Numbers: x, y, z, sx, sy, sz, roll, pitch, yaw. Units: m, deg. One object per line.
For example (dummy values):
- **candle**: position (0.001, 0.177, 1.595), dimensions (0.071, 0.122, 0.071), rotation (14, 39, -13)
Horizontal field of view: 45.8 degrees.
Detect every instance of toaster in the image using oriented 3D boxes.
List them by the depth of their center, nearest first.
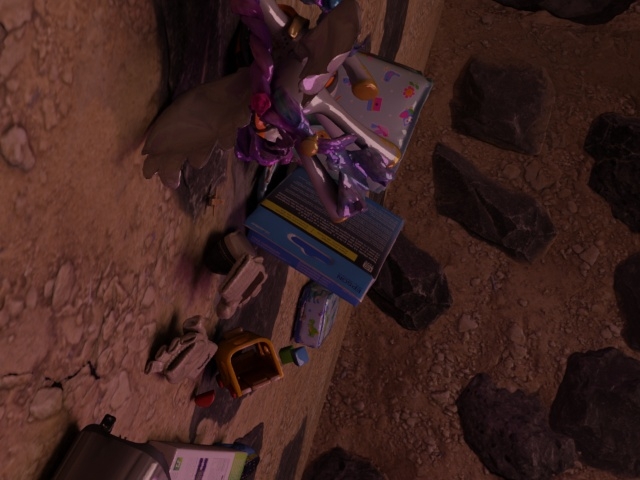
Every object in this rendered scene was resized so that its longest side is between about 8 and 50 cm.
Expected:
- **toaster**: position (-0.261, 0.329, 0.912), dimensions (0.227, 0.129, 0.146), rotation (95, 17, -47)

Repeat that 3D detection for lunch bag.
- **lunch bag**: position (0.068, -0.239, 1.502), dimensions (0.160, 0.223, 0.262), rotation (-105, -145, -68)
- **lunch bag**: position (-0.006, 0.203, 2.146), dimensions (0.219, 0.090, 0.176), rotation (-39, 141, -72)

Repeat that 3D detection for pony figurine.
- **pony figurine**: position (-0.037, -0.192, 0.959), dimensions (0.363, 0.302, 0.351), rotation (48, 30, -38)

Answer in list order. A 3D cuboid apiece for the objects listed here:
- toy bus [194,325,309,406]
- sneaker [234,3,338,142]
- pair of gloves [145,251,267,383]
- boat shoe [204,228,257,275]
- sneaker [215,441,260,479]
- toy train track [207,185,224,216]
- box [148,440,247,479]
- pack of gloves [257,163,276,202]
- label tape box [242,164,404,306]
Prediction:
- **toy bus**: position (-0.145, 0.214, 1.392), dimensions (0.191, 0.202, 0.104), rotation (-33, 107, -64)
- **sneaker**: position (-0.042, -0.299, 1.212), dimensions (0.321, 0.124, 0.180), rotation (-63, 164, -49)
- **pair of gloves**: position (-0.169, 0.119, 1.189), dimensions (0.240, 0.042, 0.204), rotation (-53, 170, -1)
- **boat shoe**: position (-0.152, 0.027, 1.307), dimensions (0.065, 0.075, 0.206), rotation (-33, 175, 3)
- **sneaker**: position (-0.212, 0.458, 1.539), dimensions (0.209, 0.082, 0.069), rotation (-1, 120, -60)
- **toy train track**: position (-0.166, -0.061, 1.191), dimensions (0.083, 0.014, 0.048), rotation (-23, 120, -84)
- **box**: position (-0.236, 0.467, 1.297), dimensions (0.322, 0.058, 0.232), rotation (47, 59, -66)
- **pack of gloves**: position (-0.085, -0.195, 1.392), dimensions (0.195, 0.046, 0.232), rotation (116, -7, -61)
- **label tape box**: position (0.000, 0.000, 1.449), dimensions (0.115, 0.249, 0.348), rotation (-59, 177, 31)
